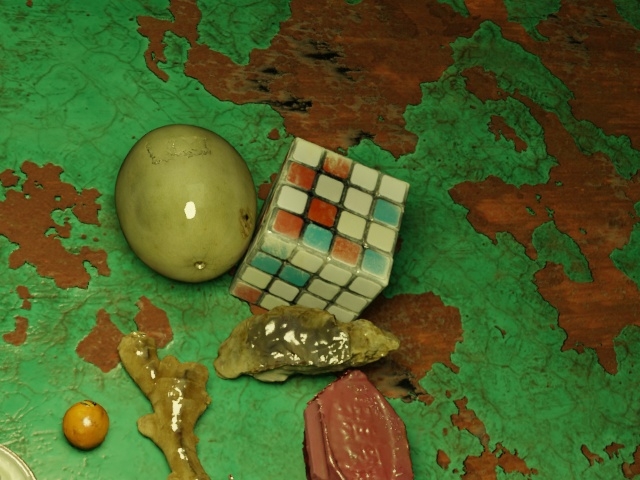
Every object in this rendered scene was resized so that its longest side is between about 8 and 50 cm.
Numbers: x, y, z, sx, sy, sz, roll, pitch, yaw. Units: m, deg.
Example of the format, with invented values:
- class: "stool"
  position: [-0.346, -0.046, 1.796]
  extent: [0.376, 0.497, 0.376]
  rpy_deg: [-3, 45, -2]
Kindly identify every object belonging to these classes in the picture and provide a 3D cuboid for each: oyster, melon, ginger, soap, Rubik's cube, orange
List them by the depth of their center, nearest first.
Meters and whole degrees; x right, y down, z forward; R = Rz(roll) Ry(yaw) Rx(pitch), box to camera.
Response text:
- class: "orange"
  position: [-0.399, 0.314, 1.722]
  extent: [0.083, 0.083, 0.084]
  rpy_deg: [11, 56, -17]
- class: "ginger"
  position: [-0.258, 0.304, 1.788]
  extent: [0.147, 0.081, 0.334]
  rpy_deg: [-7, 61, -22]
- class: "soap"
  position: [0.065, 0.381, 1.866]
  extent: [0.182, 0.112, 0.289]
  rpy_deg: [7, 56, -23]
- class: "oyster"
  position: [-0.027, 0.190, 1.881]
  extent: [0.341, 0.110, 0.166]
  rpy_deg: [5, 65, 12]
- class: "melon"
  position: [-0.256, -0.082, 1.922]
  extent: [0.268, 0.268, 0.330]
  rpy_deg: [3, 49, -22]
- class: "Rubik's cube"
  position: [-0.001, -0.001, 1.985]
  extent: [0.256, 0.259, 0.253]
  rpy_deg: [23, 55, -7]

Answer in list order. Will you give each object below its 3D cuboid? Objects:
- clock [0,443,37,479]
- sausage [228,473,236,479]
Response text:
- class: "clock"
  position: [-0.564, 0.427, 1.594]
  extent: [0.244, 0.056, 0.244]
  rpy_deg: [12, 55, -17]
- class: "sausage"
  position: [-0.144, 0.523, 1.730]
  extent: [0.034, 0.034, 0.253]
  rpy_deg: [6, 58, -20]
